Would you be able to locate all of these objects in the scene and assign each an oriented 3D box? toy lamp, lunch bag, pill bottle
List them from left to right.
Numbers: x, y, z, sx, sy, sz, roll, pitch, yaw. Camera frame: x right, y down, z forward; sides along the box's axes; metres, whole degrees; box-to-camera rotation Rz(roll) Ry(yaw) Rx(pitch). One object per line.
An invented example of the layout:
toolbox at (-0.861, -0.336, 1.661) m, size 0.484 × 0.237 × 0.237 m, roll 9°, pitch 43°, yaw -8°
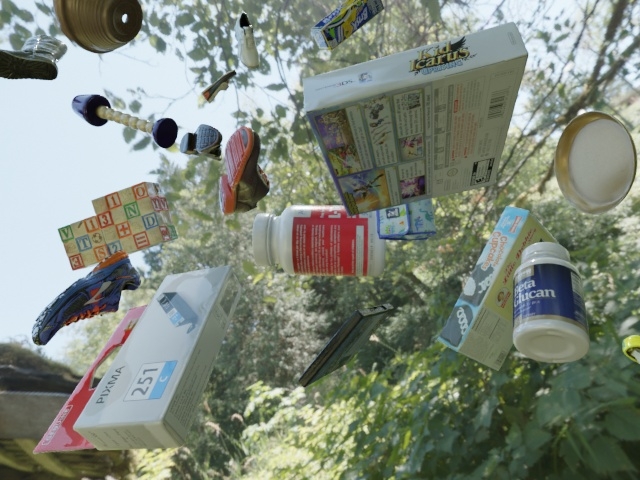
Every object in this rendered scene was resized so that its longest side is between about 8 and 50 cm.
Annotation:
toy lamp at (-0.465, -0.284, 0.956) m, size 0.080 × 0.274 × 0.080 m, roll -55°, pitch -21°, yaw -35°
pill bottle at (0.000, 0.000, 1.318) m, size 0.407 × 0.229 × 0.229 m, roll 1°, pitch -26°, yaw 4°
lunch bag at (0.224, -0.068, 1.102) m, size 0.151 × 0.129 × 0.096 m, roll -2°, pitch -13°, yaw -6°
pill bottle at (0.338, 0.085, 0.610) m, size 0.094 × 0.094 × 0.169 m, roll 115°, pitch 179°, yaw -50°

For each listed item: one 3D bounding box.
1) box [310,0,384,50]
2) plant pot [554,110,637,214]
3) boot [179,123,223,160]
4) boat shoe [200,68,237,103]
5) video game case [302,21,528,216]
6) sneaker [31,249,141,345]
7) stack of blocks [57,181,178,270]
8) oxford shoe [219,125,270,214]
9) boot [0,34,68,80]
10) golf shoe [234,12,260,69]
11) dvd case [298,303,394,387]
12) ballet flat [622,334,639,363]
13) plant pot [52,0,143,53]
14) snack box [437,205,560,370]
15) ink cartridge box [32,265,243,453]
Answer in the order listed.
box at (0.063, -0.514, 0.949) m, size 0.169 × 0.059 × 0.054 m, roll -40°, pitch -51°, yaw -8°
plant pot at (0.635, -0.178, 0.945) m, size 0.032 × 0.237 × 0.236 m, roll -8°, pitch -28°, yaw -5°
boot at (-0.311, -0.279, 1.177) m, size 0.106 × 0.082 × 0.219 m, roll 8°, pitch -1°, yaw -42°
boat shoe at (-0.318, -0.494, 1.307) m, size 0.137 × 0.043 × 0.049 m, roll -35°, pitch 19°, yaw 8°
video game case at (0.128, -0.141, 0.571) m, size 0.244 × 0.061 × 0.269 m, roll -12°, pitch -26°, yaw 9°
sneaker at (-0.403, 0.105, 0.725) m, size 0.083 × 0.087 × 0.221 m, roll -29°, pitch 17°, yaw 38°
stack of blocks at (-0.582, -0.040, 1.167) m, size 0.296 × 0.171 × 0.087 m, roll -18°, pitch 2°, yaw 9°
oxford shoe at (-0.155, -0.147, 0.883) m, size 0.098 × 0.097 × 0.271 m, roll -4°, pitch -22°, yaw -23°
boot at (-0.781, -0.497, 1.081) m, size 0.189 × 0.209 × 0.076 m, roll 3°, pitch -46°, yaw -32°
golf shoe at (-0.236, -0.637, 1.305) m, size 0.069 × 0.176 × 0.086 m, roll -16°, pitch -9°, yaw -18°
dvd case at (0.065, 0.210, 0.858) m, size 0.180 × 0.022 × 0.253 m, roll -53°, pitch -22°, yaw 10°
ballet flat at (0.831, 0.309, 0.955) m, size 0.077 × 0.231 × 0.077 m, roll -10°, pitch -56°, yaw -42°
plant pot at (-0.542, -0.592, 1.052) m, size 0.237 × 0.109 × 0.237 m, roll -57°, pitch -13°, yaw -20°
snack box at (0.396, 0.110, 0.890) m, size 0.187 × 0.060 × 0.322 m, roll 30°, pitch -93°, yaw -36°
ink cartridge box at (-0.286, 0.175, 0.652) m, size 0.260 × 0.296 × 0.066 m, roll -11°, pitch -56°, yaw 16°
